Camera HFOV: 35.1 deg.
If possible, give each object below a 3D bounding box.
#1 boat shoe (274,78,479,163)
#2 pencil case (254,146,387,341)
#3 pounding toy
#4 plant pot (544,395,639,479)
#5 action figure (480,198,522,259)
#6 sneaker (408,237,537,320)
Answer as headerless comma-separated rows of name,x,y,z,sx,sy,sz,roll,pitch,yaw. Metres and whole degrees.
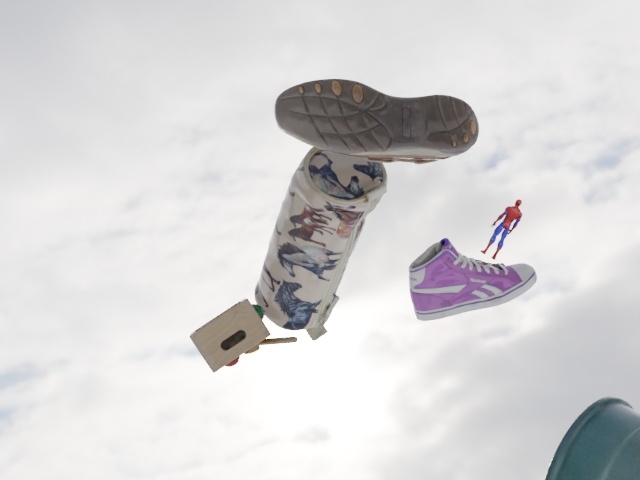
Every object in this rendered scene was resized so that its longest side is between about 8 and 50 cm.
boat shoe,0.083,-0.174,1.605,0.325,0.123,0.116,8,-14,-10
pencil case,0.000,0.000,1.916,0.160,0.184,0.410,-37,-22,-41
pounding toy,-0.126,0.156,1.640,0.141,0.100,0.130,-33,1,-7
plant pot,0.588,0.471,1.670,0.334,0.341,0.341,16,-1,43
action figure,0.325,-0.023,1.799,0.038,0.030,0.115,30,-83,-5
sneaker,0.324,0.062,2.164,0.282,0.161,0.102,-16,18,-10
